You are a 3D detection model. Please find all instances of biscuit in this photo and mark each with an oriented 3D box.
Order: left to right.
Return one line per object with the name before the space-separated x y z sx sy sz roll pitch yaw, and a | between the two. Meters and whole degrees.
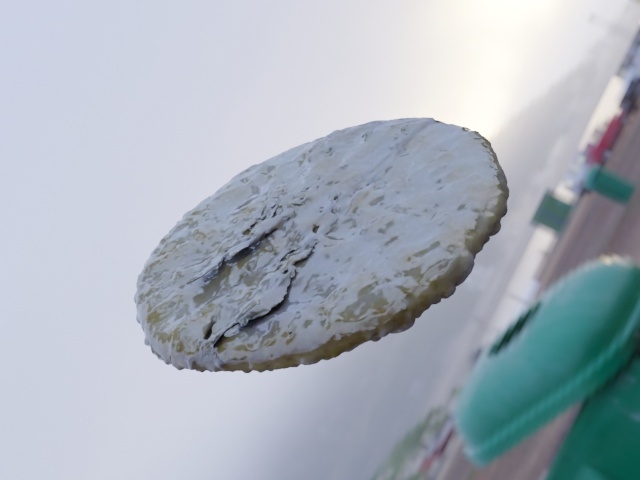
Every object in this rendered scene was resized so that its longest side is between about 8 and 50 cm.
biscuit | 0.000 -0.001 0.921 0.220 0.219 0.033 -58 -47 -43
